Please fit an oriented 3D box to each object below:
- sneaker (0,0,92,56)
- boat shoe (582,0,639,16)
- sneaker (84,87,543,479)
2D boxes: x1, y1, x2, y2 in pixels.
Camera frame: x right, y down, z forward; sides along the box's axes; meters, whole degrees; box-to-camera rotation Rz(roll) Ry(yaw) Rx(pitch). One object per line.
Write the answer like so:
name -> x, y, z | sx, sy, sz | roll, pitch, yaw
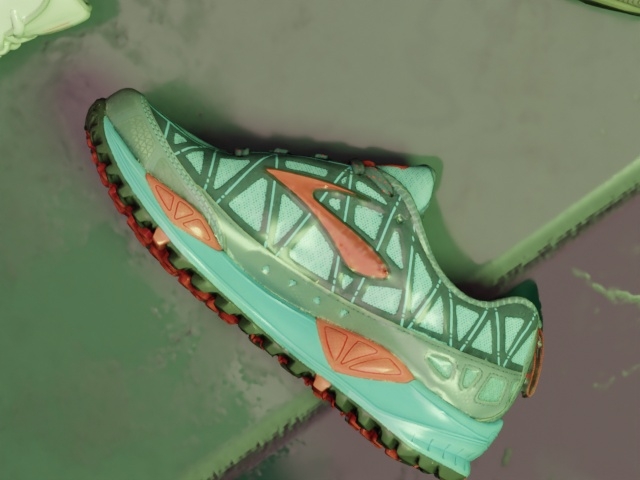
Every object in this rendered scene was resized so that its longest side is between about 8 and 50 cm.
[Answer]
sneaker -> -0.179, -0.117, 0.931 | 0.115, 0.090, 0.232 | 25, 100, 0
boat shoe -> 0.266, -0.136, 0.842 | 0.355, 0.130, 0.132 | 3, 68, 30
sneaker -> 0.000, 0.000, 0.932 | 0.262, 0.104, 0.125 | 41, 82, -3
